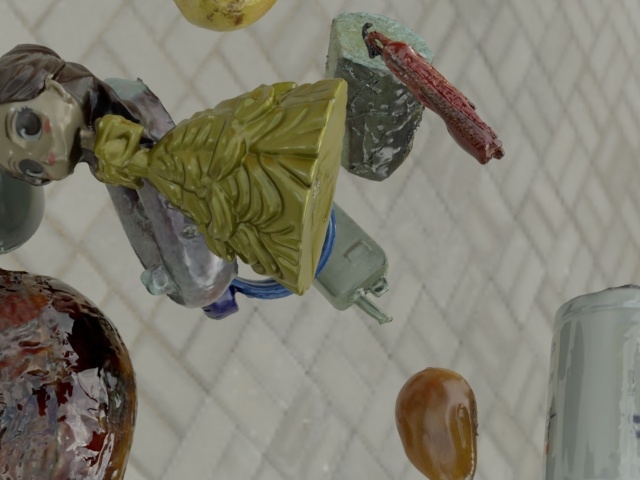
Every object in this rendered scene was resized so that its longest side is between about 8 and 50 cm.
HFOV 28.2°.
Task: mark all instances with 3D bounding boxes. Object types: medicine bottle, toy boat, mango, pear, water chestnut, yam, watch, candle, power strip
[{"bbox_3d":[0.339,0.237,1.390,0.190,0.190,0.332,37,52,-42],"label":"medicine bottle"},{"bbox_3d":[-0.164,-0.036,1.201,0.085,0.155,0.227,-26,83,-25],"label":"toy boat"},{"bbox_3d":[0.143,0.219,1.517,0.105,0.084,0.159,18,37,-24],"label":"mango"},{"bbox_3d":[-0.141,-0.398,1.920,0.178,0.178,0.178,6,83,-50],"label":"pear"},{"bbox_3d":[-0.351,0.205,1.522,0.302,0.350,0.350,16,75,-46],"label":"water chestnut"},{"bbox_3d":[0.094,-0.253,2.298,0.201,0.271,0.202,8,42,-11],"label":"yam"},{"bbox_3d":[-0.089,-0.020,1.485,0.200,0.171,0.196,-30,108,-3],"label":"watch"},{"bbox_3d":[0.165,-0.225,1.909,0.302,0.059,0.084,45,16,16],"label":"candle"},{"bbox_3d":[0.000,0.000,1.652,0.093,0.288,0.053,-39,155,-14],"label":"power strip"}]

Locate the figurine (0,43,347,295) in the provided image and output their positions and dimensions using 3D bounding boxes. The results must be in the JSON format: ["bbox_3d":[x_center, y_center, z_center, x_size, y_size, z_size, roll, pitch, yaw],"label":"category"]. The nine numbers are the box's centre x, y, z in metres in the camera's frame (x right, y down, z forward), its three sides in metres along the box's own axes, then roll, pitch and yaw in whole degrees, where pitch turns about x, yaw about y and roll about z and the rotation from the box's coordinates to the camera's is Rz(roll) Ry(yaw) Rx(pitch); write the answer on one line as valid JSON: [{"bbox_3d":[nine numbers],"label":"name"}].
[{"bbox_3d":[-0.148,-0.074,1.062,0.187,0.315,0.168,86,19,-67],"label":"figurine"}]

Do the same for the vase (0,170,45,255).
[{"bbox_3d":[-0.455,-0.116,1.704,0.173,0.321,0.173,5,63,-11],"label":"vase"}]
